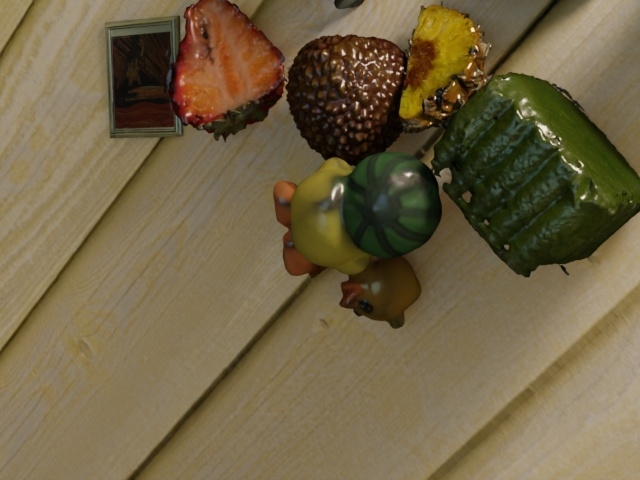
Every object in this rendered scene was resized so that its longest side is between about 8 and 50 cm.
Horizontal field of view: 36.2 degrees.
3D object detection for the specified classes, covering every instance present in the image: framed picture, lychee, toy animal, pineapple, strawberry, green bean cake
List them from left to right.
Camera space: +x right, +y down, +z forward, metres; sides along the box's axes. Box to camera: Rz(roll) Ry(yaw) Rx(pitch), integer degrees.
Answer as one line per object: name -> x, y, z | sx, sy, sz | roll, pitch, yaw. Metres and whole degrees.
framed picture -> -0.410, -0.373, 2.253 | 0.216, 0.016, 0.274 | 1, 96, 28
strawberry -> -0.210, -0.348, 2.082 | 0.253, 0.150, 0.280 | -41, 73, 4
toy animal -> 0.053, -0.047, 1.757 | 0.338, 0.191, 0.216 | -12, 89, 35
lychee -> 0.057, -0.269, 1.876 | 0.267, 0.267, 0.268 | 3, 97, 28
toy animal -> 0.103, 0.042, 1.950 | 0.169, 0.195, 0.281 | -12, 84, -12
pineapple -> 0.250, -0.290, 1.801 | 0.161, 0.335, 0.158 | -9, 133, 25
green bean cake -> 0.381, -0.111, 1.694 | 0.218, 0.319, 0.335 | -43, 72, 28

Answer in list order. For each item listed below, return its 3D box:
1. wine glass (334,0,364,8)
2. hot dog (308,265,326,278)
wine glass -> 0.017, -0.576, 1.959 | 0.103, 0.103, 0.222 | -37, 78, 26
hot dog -> -0.001, 0.000, 2.048 | 0.078, 0.061, 0.169 | 16, 82, -6
